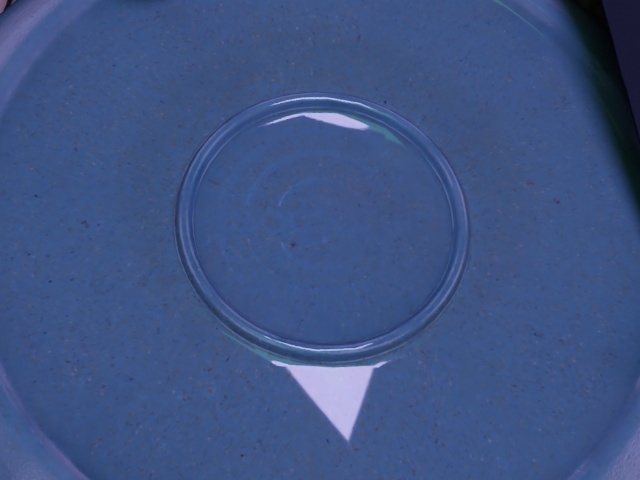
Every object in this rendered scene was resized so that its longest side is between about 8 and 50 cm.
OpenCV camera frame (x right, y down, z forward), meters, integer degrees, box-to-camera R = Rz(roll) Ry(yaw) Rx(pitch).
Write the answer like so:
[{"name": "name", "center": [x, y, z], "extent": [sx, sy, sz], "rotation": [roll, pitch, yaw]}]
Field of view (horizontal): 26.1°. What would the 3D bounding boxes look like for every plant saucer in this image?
[{"name": "plant saucer", "center": [0.000, 0.000, 0.491], "extent": [0.318, 0.043, 0.317], "rotation": [2, 66, -5]}]

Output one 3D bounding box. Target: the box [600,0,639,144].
[{"name": "box", "center": [0.193, -0.106, 0.500], "extent": [0.184, 0.103, 0.261], "rotation": [-7, 80, -39]}]
